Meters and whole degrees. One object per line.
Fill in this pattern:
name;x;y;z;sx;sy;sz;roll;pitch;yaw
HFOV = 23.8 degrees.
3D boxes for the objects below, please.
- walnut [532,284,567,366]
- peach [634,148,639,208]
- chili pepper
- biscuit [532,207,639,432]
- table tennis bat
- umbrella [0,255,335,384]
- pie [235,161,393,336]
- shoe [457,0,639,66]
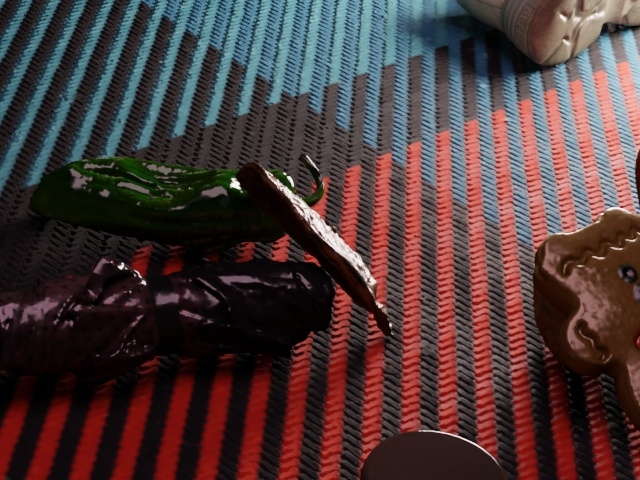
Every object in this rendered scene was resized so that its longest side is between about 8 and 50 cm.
walnut;0.212;0.060;1.236;0.079;0.082;0.096;25;33;-28
peach;0.396;-0.037;1.311;0.243;0.200;0.243;17;-2;1
chili pepper;-0.126;-0.035;1.326;0.257;0.074;0.100;6;25;-1
biscuit;0.264;0.076;1.177;0.166;0.036;0.225;-21;70;-30
table tennis bat;0.076;0.145;1.049;0.107;0.119;0.170;19;34;19
umbrella;-0.146;0.062;1.167;0.326;0.094;0.090;-5;79;-20
pie;-0.001;-0.002;1.231;0.033;0.088;0.191;-43;80;-4
shoe;0.287;-0.333;1.790;0.342;0.132;0.210;-28;49;-36
